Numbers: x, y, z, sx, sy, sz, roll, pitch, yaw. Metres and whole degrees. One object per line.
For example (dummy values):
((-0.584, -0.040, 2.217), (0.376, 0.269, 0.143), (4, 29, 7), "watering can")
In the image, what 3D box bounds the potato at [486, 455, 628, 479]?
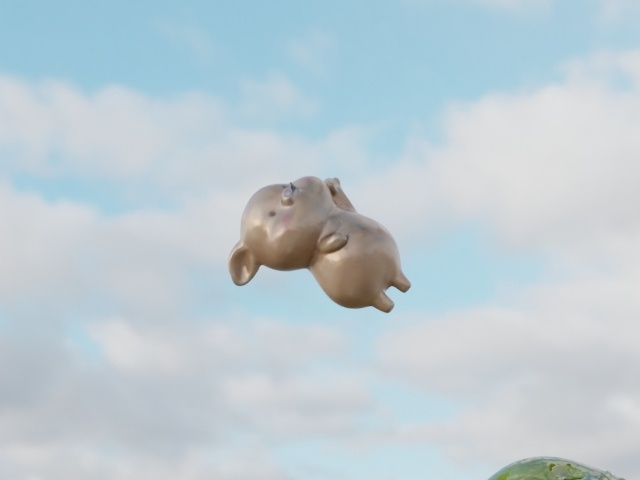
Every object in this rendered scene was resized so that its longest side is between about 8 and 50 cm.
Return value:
((0.180, 0.261, 1.033), (0.186, 0.253, 0.148), (-37, 9, 1), "potato")

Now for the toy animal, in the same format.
((-0.001, 0.005, 1.180), (0.150, 0.089, 0.083), (28, 25, 19), "toy animal")
